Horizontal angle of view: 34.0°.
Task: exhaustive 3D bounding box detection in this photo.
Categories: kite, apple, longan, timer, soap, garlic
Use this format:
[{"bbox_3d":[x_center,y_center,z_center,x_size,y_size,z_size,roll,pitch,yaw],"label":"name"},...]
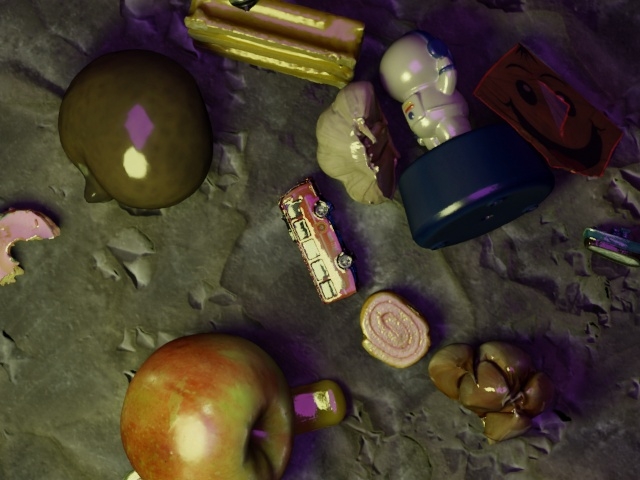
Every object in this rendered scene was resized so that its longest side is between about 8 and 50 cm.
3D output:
[{"bbox_3d":[0.410,-0.246,1.895,0.377,0.013,0.327,10,50,-30],"label":"kite"},{"bbox_3d":[-0.202,0.319,1.837,0.277,0.319,0.319,3,89,28],"label":"apple"},{"bbox_3d":[-0.329,-0.191,1.875,0.300,0.243,0.300,-1,87,24],"label":"longan"},{"bbox_3d":[0.227,-0.206,1.890,0.270,0.270,0.384,-22,76,0],"label":"timer"},{"bbox_3d":[-0.080,-0.371,1.899,0.315,0.199,0.091,16,83,2],"label":"soap"},{"bbox_3d":[-0.022,0.314,1.965,0.140,0.045,0.089,-15,92,0],"label":"soap"},{"bbox_3d":[0.058,-0.173,1.910,0.142,0.178,0.229,-3,106,16],"label":"garlic"},{"bbox_3d":[0.320,0.255,1.915,0.160,0.191,0.214,-34,77,-25],"label":"garlic"}]

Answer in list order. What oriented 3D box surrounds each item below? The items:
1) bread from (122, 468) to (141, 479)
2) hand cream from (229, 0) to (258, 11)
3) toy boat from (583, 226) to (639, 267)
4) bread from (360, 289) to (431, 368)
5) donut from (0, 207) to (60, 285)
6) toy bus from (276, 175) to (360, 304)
[{"bbox_3d":[-0.265,0.504,1.954,0.232,0.064,0.172,13,88,1],"label":"bread"},{"bbox_3d":[-0.149,-0.503,1.761,0.086,0.055,0.235,-9,103,22],"label":"hand cream"},{"bbox_3d":[0.560,0.006,1.962,0.137,0.060,0.061,20,65,6],"label":"toy boat"},{"bbox_3d":[0.136,0.168,1.952,0.149,0.073,0.122,38,92,1],"label":"bread"},{"bbox_3d":[-0.576,-0.001,1.959,0.166,0.065,0.117,-41,91,-1],"label":"donut"},{"bbox_3d":[0.000,0.000,1.957,0.096,0.073,0.235,-25,90,7],"label":"toy bus"}]
